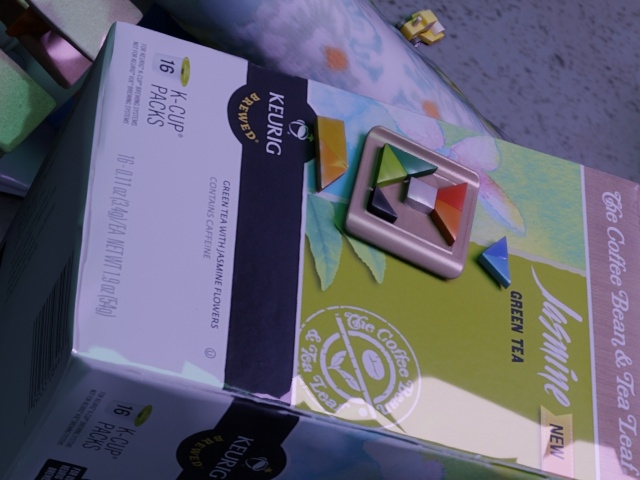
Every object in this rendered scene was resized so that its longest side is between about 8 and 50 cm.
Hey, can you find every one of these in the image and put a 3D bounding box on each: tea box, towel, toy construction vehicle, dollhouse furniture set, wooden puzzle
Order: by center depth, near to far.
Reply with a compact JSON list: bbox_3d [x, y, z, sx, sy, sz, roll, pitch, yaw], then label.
[{"bbox_3d":[0.048,-0.022,1.026,0.116,0.014,0.078,20,50,-15],"label":"wooden puzzle"},{"bbox_3d":[-0.028,0.095,1.131,0.324,0.329,0.220,15,52,-17],"label":"tea box"},{"bbox_3d":[-0.259,-0.072,1.153,0.135,0.262,0.259,45,66,-10],"label":"dollhouse furniture set"},{"bbox_3d":[-0.016,-0.149,1.291,0.320,0.090,0.374,37,10,-35],"label":"towel"},{"bbox_3d":[0.051,-0.178,1.553,0.098,0.035,0.086,-22,70,-36],"label":"toy construction vehicle"}]

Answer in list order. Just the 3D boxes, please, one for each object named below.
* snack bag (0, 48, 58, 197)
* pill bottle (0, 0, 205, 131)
[{"bbox_3d":[-0.324,-0.186,1.367,0.343,0.037,0.323,11,55,-24],"label":"snack bag"},{"bbox_3d":[-0.120,-0.106,1.330,0.221,0.124,0.124,40,48,-14],"label":"pill bottle"}]
